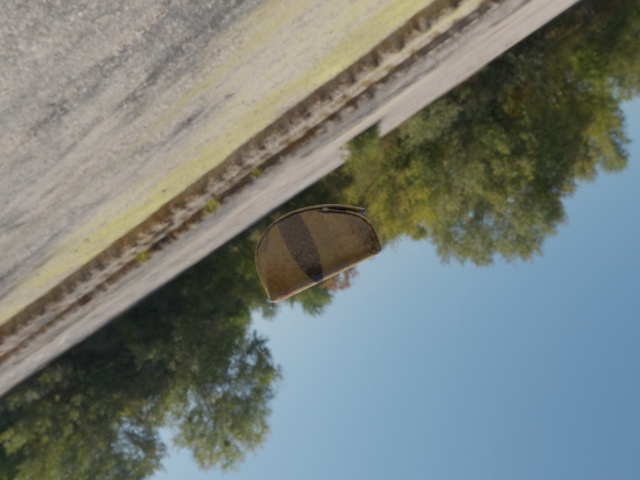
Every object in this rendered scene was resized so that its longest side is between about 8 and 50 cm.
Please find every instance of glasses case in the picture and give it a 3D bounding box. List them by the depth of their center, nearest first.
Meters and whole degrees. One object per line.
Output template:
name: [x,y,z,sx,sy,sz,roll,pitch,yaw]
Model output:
glasses case: [0.000,0.000,0.398,0.065,0.041,0.170,-25,180,4]
